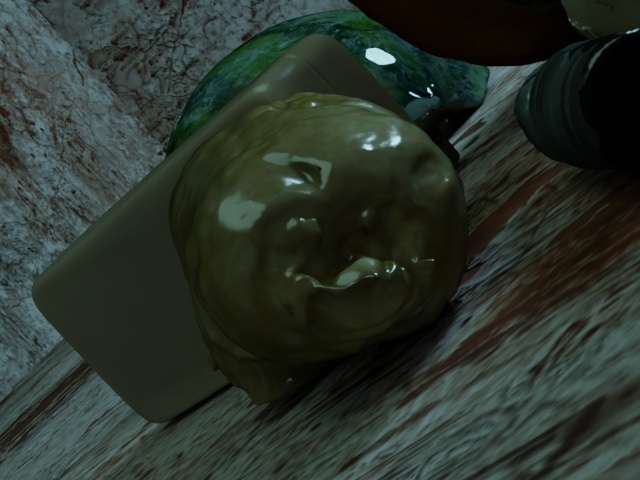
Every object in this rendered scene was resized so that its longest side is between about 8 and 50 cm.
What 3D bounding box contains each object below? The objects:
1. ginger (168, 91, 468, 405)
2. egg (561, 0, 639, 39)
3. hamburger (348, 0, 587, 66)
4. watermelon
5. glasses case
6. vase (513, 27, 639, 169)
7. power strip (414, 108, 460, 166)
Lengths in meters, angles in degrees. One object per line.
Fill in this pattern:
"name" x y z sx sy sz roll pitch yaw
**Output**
"ginger" -0.006 -0.002 0.854 0.138 0.152 0.267 -14 -5 -11
"egg" 0.179 -0.148 0.971 0.071 0.071 0.083 -36 7 47
"hamburger" 0.130 -0.302 1.116 0.330 0.330 0.250 -47 3 -36
"watermelon" 0.021 -0.102 1.411 0.224 0.180 0.305 26 54 35
"glasses case" -0.059 0.004 1.089 0.336 0.144 0.076 -34 10 49
"vase" 0.124 -0.063 0.778 0.060 0.060 0.211 -43 5 0
"power strip" 0.000 0.000 1.229 0.305 0.044 0.064 -40 6 37
